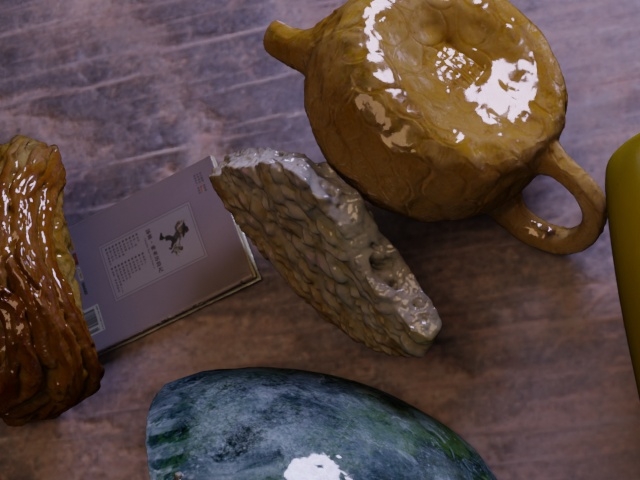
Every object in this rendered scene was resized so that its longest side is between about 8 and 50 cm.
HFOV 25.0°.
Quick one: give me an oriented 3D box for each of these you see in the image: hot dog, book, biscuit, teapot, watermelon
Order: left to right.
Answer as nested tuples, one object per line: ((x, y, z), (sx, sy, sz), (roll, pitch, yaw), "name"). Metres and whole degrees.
((-0.280, 0.028, 1.258), (0.175, 0.114, 0.259), (-33, 65, 41), "hot dog")
((-0.152, 0.016, 1.278), (0.181, 0.014, 0.127), (-26, 69, 13), "book")
((-0.035, 0.216, 1.092), (0.289, 0.214, 0.320), (36, 46, 28), "watermelon")
((0.000, 0.000, 1.140), (0.040, 0.188, 0.265), (-37, 58, -22), "biscuit")
((0.089, -0.089, 1.145), (0.311, 0.167, 0.203), (36, 55, 3), "teapot")

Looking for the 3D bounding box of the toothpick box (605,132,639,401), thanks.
((0.297, 0.040, 1.020), (0.175, 0.175, 0.271), (-17, 67, 16), "toothpick box")
